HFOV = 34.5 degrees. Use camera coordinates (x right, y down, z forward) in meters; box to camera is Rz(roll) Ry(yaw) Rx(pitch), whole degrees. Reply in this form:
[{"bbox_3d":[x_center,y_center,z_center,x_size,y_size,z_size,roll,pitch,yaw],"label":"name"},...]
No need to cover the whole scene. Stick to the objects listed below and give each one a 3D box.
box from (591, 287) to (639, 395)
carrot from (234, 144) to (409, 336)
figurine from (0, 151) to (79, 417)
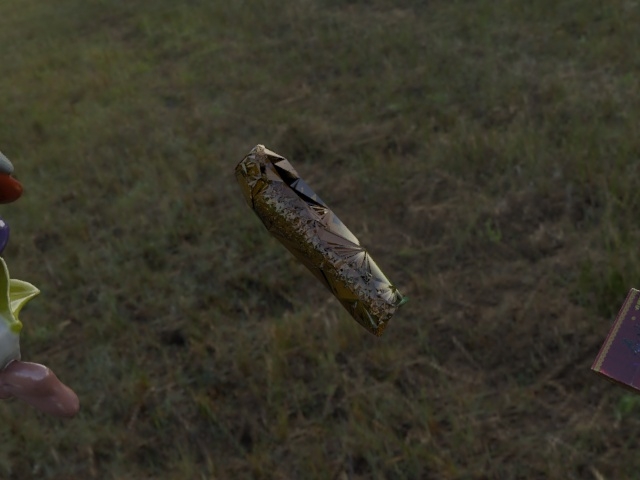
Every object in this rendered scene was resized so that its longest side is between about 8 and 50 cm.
[{"bbox_3d":[0.192,0.064,0.545,0.082,0.023,0.051,24,82,38],"label":"box"},{"bbox_3d":[0.000,0.000,1.051,0.069,0.228,0.069,-42,-2,-2],"label":"carrot"},{"bbox_3d":[-0.347,0.005,0.920,0.154,0.421,0.193,-5,48,15],"label":"figurine"}]
